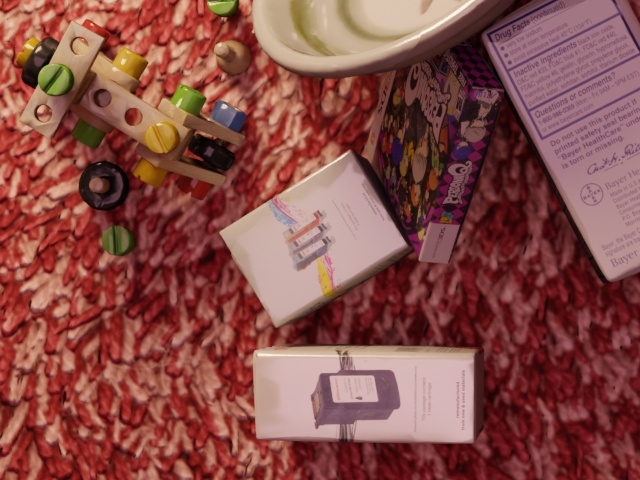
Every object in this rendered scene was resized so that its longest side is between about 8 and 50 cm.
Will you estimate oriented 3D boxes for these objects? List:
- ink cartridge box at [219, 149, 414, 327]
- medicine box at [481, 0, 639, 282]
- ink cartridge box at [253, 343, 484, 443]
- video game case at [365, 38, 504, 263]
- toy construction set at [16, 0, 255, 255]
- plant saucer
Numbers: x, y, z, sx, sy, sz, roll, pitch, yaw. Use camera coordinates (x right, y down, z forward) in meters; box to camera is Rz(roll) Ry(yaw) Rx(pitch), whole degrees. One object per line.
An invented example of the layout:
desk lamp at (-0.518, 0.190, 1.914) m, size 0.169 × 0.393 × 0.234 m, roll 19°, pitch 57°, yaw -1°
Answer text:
ink cartridge box at (0.000, 0.000, 1.908) m, size 0.176 × 0.128 × 0.127 m, roll -31°, pitch 85°, yaw 8°
medicine box at (0.300, -0.111, 1.796) m, size 0.149 × 0.263 × 0.289 m, roll -27°, pitch 85°, yaw 6°
ink cartridge box at (0.057, 0.166, 1.873) m, size 0.237 × 0.172 × 0.100 m, roll 0°, pitch 89°, yaw 9°
video game case at (0.116, -0.125, 1.814) m, size 0.042 × 0.232 × 0.210 m, roll 4°, pitch 123°, yaw -18°
toy construction set at (-0.189, -0.170, 1.885) m, size 0.309 × 0.237 × 0.257 m, roll -34°, pitch 84°, yaw 6°
plant saucer at (0.115, -0.300, 1.764) m, size 0.400 × 0.400 × 0.100 m, roll -39°, pitch 126°, yaw 6°
